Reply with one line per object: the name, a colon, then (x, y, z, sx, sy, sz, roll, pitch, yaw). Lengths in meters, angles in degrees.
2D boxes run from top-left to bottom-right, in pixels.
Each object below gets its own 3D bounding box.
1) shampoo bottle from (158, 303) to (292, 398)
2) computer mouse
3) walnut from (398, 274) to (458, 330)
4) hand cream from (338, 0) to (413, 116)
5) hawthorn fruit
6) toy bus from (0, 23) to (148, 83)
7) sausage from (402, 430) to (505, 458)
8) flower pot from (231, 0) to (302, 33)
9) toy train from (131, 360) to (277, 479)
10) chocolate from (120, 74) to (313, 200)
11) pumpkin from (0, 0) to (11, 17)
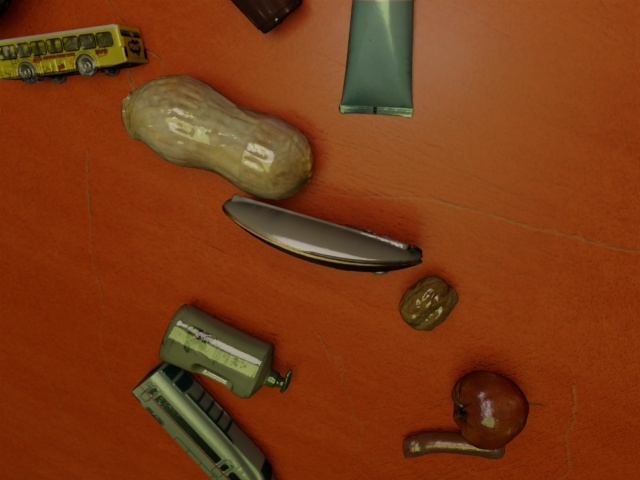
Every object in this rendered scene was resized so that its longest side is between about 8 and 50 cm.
shampoo bottle: (-0.163, 0.212, 0.900, 0.234, 0.087, 0.118, 25, 109, 3)
computer mouse: (0.000, 0.000, 0.764, 0.310, 0.158, 0.072, 16, 91, 7)
walnut: (0.170, 0.101, 0.798, 0.079, 0.082, 0.096, 30, 112, -29)
hand cream: (0.089, -0.331, 0.691, 0.111, 0.070, 0.312, 7, 117, 8)
hawthorn fruit: (0.275, 0.265, 0.811, 0.140, 0.125, 0.125, -37, 98, -13)
toy bus: (-0.394, -0.291, 0.789, 0.226, 0.081, 0.074, -2, 108, 13)
sausage: (0.235, 0.364, 0.888, 0.176, 0.040, 0.047, -4, 113, 14)
flower pot: (-0.077, -0.347, 0.696, 0.111, 0.111, 0.089, -32, 110, 20)
toy train: (-0.187, 0.400, 0.971, 0.088, 0.086, 0.407, -38, 97, 15)
chocolate: (-0.154, -0.159, 0.755, 0.309, 0.134, 0.134, 21, 111, 5)
pumpkin: (-0.567, -0.414, 0.742, 0.260, 0.189, 0.260, -1, 84, 13)
